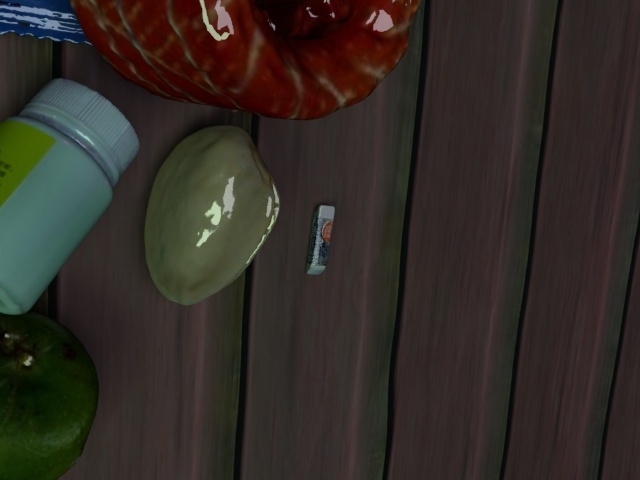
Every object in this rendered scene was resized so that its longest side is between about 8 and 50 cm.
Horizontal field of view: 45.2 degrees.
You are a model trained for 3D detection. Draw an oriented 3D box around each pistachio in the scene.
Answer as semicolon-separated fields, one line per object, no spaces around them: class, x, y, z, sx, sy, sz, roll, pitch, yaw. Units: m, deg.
pistachio;-0.131;-0.031;0.927;0.152;0.126;0.223;16;99;4

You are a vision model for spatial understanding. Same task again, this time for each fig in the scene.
fig;-0.368;0.192;0.846;0.203;0.235;0.203;30;44;-33

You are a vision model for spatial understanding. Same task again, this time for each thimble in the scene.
thimble;-0.067;-0.295;0.799;0.350;0.231;0.350;-20;117;-45

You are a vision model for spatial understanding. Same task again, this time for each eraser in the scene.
eraser;0.000;0.000;1.061;0.027;0.019;0.099;5;98;-29

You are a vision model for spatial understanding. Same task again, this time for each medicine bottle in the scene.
medicine bottle;-0.299;-0.046;0.792;0.139;0.139;0.225;46;60;-28

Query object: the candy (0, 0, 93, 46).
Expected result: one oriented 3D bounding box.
candy;-0.265;-0.372;0.804;0.187;0.077;0.331;6;97;-23
